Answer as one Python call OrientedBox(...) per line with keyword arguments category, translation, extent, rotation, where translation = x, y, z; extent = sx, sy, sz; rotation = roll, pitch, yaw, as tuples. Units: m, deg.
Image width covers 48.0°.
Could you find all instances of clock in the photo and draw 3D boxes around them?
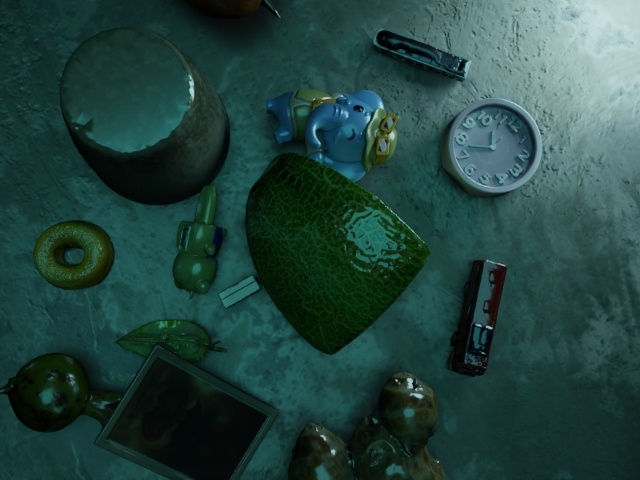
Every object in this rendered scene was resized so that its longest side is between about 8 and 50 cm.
OrientedBox(category="clock", translation=(0.350, -0.190, 1.481), extent=(0.196, 0.068, 0.197), rotation=(0, 85, -4))

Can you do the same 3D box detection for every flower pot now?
OrientedBox(category="flower pot", translation=(-0.315, -0.225, 1.304), extent=(0.293, 0.330, 0.294), rotation=(0, 87, -6))

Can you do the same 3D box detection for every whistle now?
OrientedBox(category="whistle", translation=(-0.236, 0.003, 1.411), extent=(0.085, 0.105, 0.228), rotation=(15, 84, -44))

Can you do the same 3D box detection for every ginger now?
OrientedBox(category="ginger", translation=(0.074, 0.422, 1.364), extent=(0.375, 0.176, 0.256), rotation=(-27, 108, 4))

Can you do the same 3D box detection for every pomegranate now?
OrientedBox(category="pomegranate", translation=(-0.477, 0.303, 1.344), extent=(0.220, 0.156, 0.156), rotation=(41, 84, -10))

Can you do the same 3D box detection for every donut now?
OrientedBox(category="donut", translation=(-0.486, 0.027, 1.408), extent=(0.151, 0.058, 0.152), rotation=(0, 86, -2))

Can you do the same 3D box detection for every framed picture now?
OrientedBox(category="framed picture", translation=(-0.248, 0.355, 1.373), extent=(0.289, 0.020, 0.211), rotation=(34, 84, -22))

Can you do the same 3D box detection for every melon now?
OrientedBox(category="melon", translation=(0.000, 0.000, 1.393), extent=(0.343, 0.226, 0.331), rotation=(39, 126, -2))

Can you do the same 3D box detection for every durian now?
OrientedBox(category="durian", translation=(-0.280, 0.200, 1.387), extent=(0.215, 0.100, 0.086), rotation=(1, 89, 2))

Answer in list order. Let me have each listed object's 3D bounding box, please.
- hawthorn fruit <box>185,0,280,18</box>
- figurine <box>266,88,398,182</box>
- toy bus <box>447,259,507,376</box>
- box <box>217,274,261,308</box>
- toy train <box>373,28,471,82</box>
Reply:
OrientedBox(category="hawthorn fruit", translation=(-0.171, -0.549, 1.369), extent=(0.267, 0.268, 0.301), rotation=(-39, 94, -6))
OrientedBox(category="figurine", translation=(0.022, -0.211, 1.419), extent=(0.261, 0.154, 0.180), rotation=(3, 46, -4))
OrientedBox(category="toy bus", translation=(0.316, 0.155, 1.440), extent=(0.073, 0.096, 0.235), rotation=(13, 84, -1))
OrientedBox(category="box", translation=(-0.156, 0.100, 1.415), extent=(0.083, 0.079, 0.035), rotation=(-29, 87, -5))
OrientedBox(category="toy train", translation=(0.208, -0.386, 1.495), extent=(0.207, 0.047, 0.043), rotation=(20, 83, -2))
